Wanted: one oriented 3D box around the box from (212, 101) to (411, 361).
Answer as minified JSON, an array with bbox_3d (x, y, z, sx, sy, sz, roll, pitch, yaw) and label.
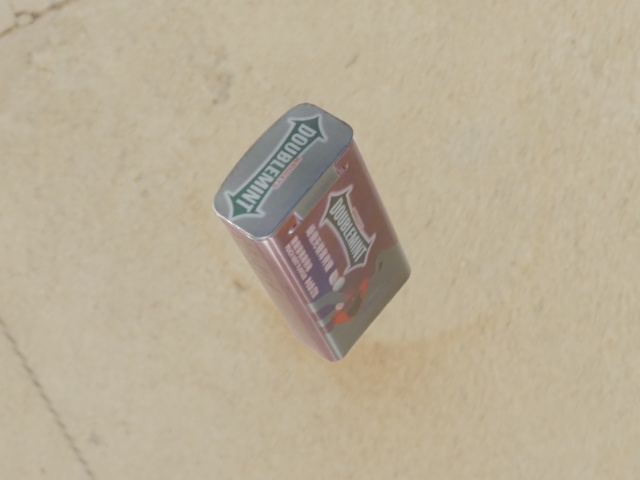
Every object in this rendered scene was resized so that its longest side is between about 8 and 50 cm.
[{"bbox_3d":[0.000,0.000,1.155,0.069,0.120,0.224,32,166,30],"label":"box"}]
